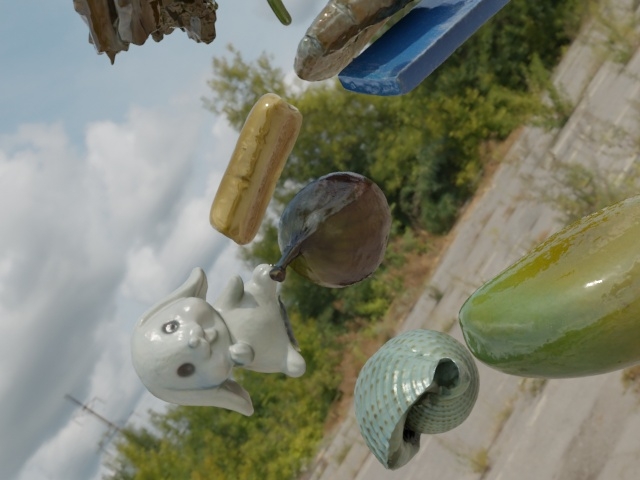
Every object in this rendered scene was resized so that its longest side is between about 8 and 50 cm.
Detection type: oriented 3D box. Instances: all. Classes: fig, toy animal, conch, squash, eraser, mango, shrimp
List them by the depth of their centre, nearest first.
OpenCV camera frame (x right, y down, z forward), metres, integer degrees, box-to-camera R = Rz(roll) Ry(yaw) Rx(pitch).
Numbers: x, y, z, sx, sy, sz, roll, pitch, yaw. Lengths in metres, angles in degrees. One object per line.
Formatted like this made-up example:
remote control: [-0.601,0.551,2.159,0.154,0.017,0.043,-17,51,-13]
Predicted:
mango: [0.188,0.033,0.576,0.195,0.091,0.130,-20,24,17]
fig: [-0.002,0.000,1.184,0.274,0.146,0.170,-28,-43,-60]
eraser: [0.178,-0.341,1.397,0.312,0.042,0.144,-44,36,-23]
toy animal: [-0.180,0.156,1.419,0.174,0.289,0.249,-32,52,40]
shrimp: [0.123,-0.420,1.423,0.446,0.110,0.221,-43,-10,-8]
squash: [-0.081,-0.457,1.681,0.027,0.027,0.083,-56,-40,-18]
conch: [0.181,0.300,1.726,0.303,0.215,0.319,-42,-32,-20]

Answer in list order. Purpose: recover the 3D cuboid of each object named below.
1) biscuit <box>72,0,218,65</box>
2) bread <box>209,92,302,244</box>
biscuit: [-0.225,-0.377,1.099,0.366,0.115,0.268,-75,-21,-73]
bread: [-0.135,-0.143,1.697,0.142,0.091,0.305,18,-85,-63]
